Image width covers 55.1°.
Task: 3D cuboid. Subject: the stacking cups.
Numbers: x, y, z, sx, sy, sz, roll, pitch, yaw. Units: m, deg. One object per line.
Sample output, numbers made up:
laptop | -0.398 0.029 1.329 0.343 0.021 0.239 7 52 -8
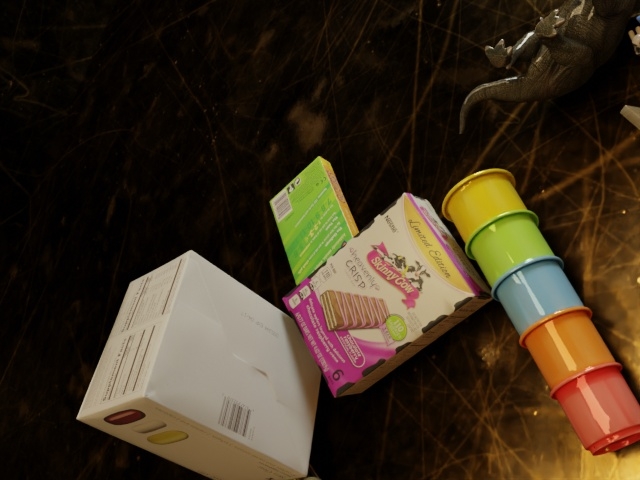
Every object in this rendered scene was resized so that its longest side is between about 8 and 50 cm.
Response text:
stacking cups | 0.229 0.066 0.655 0.096 0.096 0.316 -38 50 27

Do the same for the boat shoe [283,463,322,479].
boat shoe | -0.022 0.319 0.823 0.048 0.056 0.153 -61 34 2

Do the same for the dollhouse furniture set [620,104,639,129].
dollhouse furniture set | 0.418 -0.154 0.569 0.129 0.129 0.183 64 142 39

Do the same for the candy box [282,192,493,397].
candy box | 0.079 0.074 0.792 0.233 0.071 0.159 -42 63 23

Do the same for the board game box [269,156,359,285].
board game box | 0.000 0.000 0.952 0.124 0.039 0.259 -40 47 25

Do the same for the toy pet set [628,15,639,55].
toy pet set | 0.379 -0.223 0.622 0.122 0.114 0.065 -30 55 34

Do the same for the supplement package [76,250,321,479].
supplement package | -0.141 0.181 0.815 0.145 0.262 0.204 -25 41 36

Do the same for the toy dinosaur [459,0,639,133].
toy dinosaur | 0.289 -0.232 0.701 0.121 0.160 0.313 47 113 44
